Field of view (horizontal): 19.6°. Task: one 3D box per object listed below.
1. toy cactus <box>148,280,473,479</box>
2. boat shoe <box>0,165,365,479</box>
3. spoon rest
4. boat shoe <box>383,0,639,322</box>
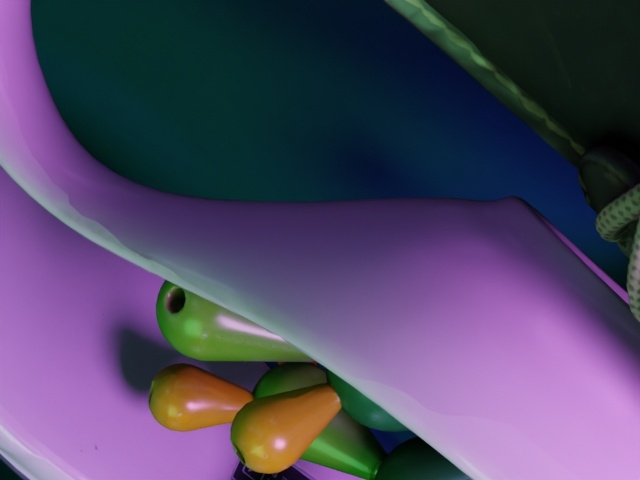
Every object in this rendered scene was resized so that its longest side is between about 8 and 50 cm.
[{"bbox_3d":[0.058,0.064,0.541,0.180,0.112,0.219,-28,108,31],"label":"toy cactus"},{"bbox_3d":[-0.050,0.075,0.629,0.267,0.096,0.088,37,142,-17],"label":"boat shoe"},{"bbox_3d":[0.000,0.000,0.435,0.276,0.084,0.137,47,-173,20],"label":"spoon rest"},{"bbox_3d":[0.121,-0.023,0.347,0.355,0.130,0.132,28,142,11],"label":"boat shoe"}]
